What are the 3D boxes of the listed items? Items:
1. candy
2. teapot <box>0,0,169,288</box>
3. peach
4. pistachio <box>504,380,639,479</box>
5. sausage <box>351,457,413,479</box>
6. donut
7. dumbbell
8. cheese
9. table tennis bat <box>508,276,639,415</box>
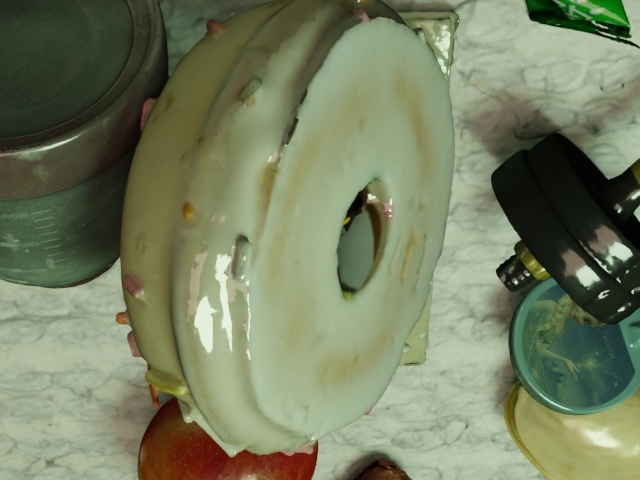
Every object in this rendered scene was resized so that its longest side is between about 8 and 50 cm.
[{"bbox_3d":[0.180,-0.247,0.871,0.078,0.141,0.203,-36,116,6],"label":"candy"},{"bbox_3d":[-0.283,-0.077,0.902,0.314,0.233,0.312,1,148,-5],"label":"teapot"},{"bbox_3d":[-0.100,0.236,1.176,0.190,0.192,0.190,27,145,21],"label":"peach"},{"bbox_3d":[0.301,0.208,1.158,0.200,0.117,0.145,14,85,-12],"label":"pistachio"},{"bbox_3d":[0.058,0.317,1.252,0.076,0.076,0.141,28,116,-17],"label":"sausage"},{"bbox_3d":[-0.021,-0.016,0.864,0.142,0.382,0.383,14,127,29],"label":"donut"},{"bbox_3d":[0.317,-0.075,0.950,0.388,0.185,0.185,-39,115,21],"label":"dumbbell"},{"bbox_3d":[0.081,-0.035,1.057,0.085,0.034,0.400,2,122,-2],"label":"cheese"},{"bbox_3d":[0.309,0.102,1.112,0.237,0.038,0.149,-5,81,-12],"label":"table tennis bat"}]
